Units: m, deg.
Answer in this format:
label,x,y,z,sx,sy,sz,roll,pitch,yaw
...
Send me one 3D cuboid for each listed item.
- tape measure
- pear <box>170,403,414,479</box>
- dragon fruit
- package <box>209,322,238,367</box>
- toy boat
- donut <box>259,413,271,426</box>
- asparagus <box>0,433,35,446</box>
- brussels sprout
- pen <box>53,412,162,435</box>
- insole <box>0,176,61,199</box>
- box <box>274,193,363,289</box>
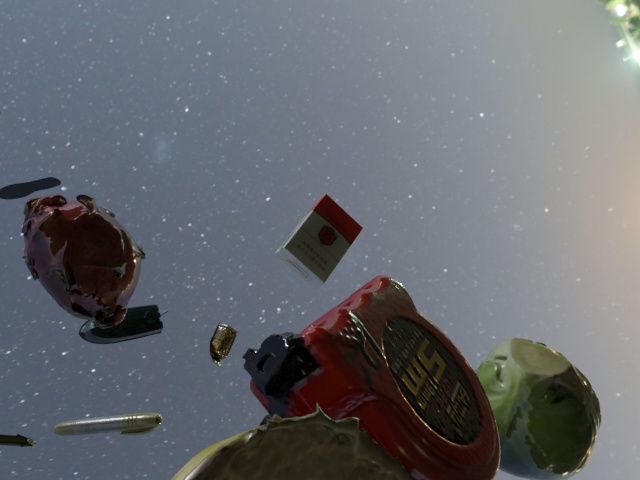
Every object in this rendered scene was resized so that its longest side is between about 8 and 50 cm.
label,x,y,z,sx,sy,sz,roll,pitch,yaw
tape measure,0.071,0.168,0.561,0.260,0.114,0.253,51,-152,7
pear,-0.043,0.262,0.399,0.267,0.178,0.266,8,-107,-28
dragon fruit,-0.518,0.042,1.171,0.250,0.250,0.314,-19,-101,-55
package,-0.324,0.342,1.725,0.071,0.047,0.131,51,-127,-55
toy boat,-0.574,0.247,1.528,0.246,0.103,0.092,-6,-110,-45
donut,-0.044,0.403,1.116,0.126,0.144,0.187,31,-161,21
asparagus,-0.672,0.432,1.142,0.108,0.021,0.025,21,-128,-32
brussels sprout,0.477,0.385,1.211,0.281,0.290,0.354,-39,-46,-39
pen,-0.409,0.358,1.012,0.032,0.234,0.040,29,-129,-72
insole,-0.816,-0.146,1.472,0.064,0.189,0.004,68,-171,-63
box,0.000,0.000,0.967,0.100,0.048,0.152,44,-126,-10
